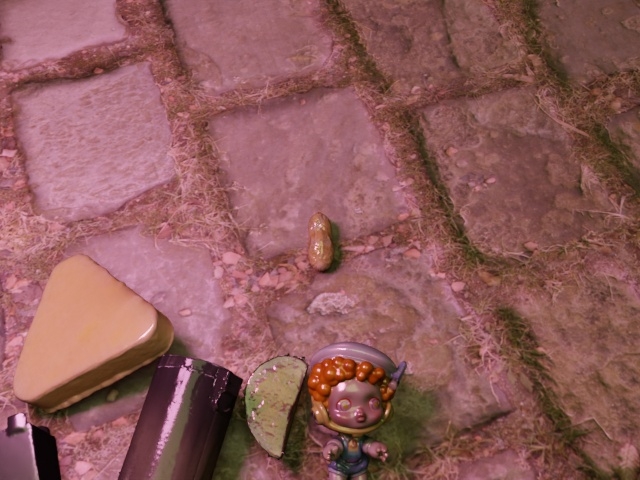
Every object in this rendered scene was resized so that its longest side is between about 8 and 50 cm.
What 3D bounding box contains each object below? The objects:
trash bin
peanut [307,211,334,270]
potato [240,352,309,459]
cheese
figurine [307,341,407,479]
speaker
[{"bbox_3d":[-0.313,0.432,1.406,0.252,0.203,0.301,-7,55,37],"label":"trash bin"},{"bbox_3d":[0.000,0.000,1.735,0.080,0.080,0.174,-1,63,-6],"label":"peanut"},{"bbox_3d":[-0.119,0.392,1.507,0.138,0.098,0.243,16,65,5],"label":"potato"},{"bbox_3d":[-0.578,0.242,1.500,0.384,0.104,0.384,-9,58,15],"label":"cheese"},{"bbox_3d":[0.051,0.429,1.470,0.224,0.205,0.382,17,79,-8],"label":"figurine"},{"bbox_3d":[-0.686,0.528,1.334,0.232,0.184,0.254,-14,66,-12],"label":"speaker"}]
